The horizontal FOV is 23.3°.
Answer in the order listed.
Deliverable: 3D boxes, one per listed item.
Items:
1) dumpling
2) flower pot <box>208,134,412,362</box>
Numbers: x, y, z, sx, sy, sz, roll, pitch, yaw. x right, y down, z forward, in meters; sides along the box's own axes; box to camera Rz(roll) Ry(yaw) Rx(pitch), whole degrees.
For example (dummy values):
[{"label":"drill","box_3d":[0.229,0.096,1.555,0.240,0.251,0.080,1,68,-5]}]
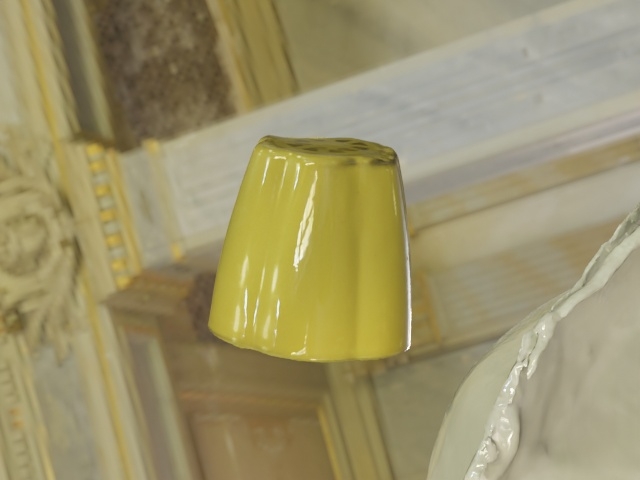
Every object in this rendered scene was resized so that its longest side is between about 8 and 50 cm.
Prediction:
[{"label":"dumpling","box_3d":[0.166,0.091,0.759,0.181,0.341,0.260,39,118,57]},{"label":"flower pot","box_3d":[0.000,0.000,1.416,0.195,0.195,0.179,-39,-43,-72]}]
